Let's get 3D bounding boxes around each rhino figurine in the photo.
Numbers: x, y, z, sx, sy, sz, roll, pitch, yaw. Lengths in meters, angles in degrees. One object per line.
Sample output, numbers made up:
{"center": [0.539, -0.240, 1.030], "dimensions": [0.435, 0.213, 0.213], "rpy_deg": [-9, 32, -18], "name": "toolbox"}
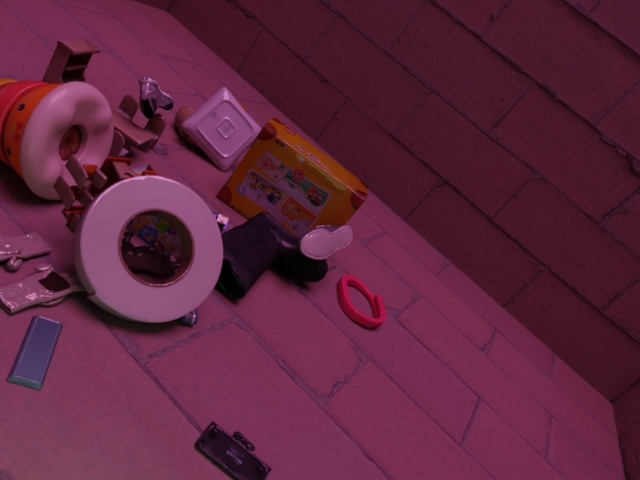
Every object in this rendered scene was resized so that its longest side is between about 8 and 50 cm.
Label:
{"center": [-0.493, 0.050, 1.575], "dimensions": [0.243, 0.073, 0.106], "rpy_deg": [17, 45, -43], "name": "rhino figurine"}

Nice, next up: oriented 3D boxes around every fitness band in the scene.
{"center": [0.164, 0.248, 2.198], "dimensions": [0.209, 0.054, 0.290], "rpy_deg": [27, 24, -18], "name": "fitness band"}

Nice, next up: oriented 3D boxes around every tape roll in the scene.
{"center": [-0.442, 0.023, 1.412], "dimensions": [0.392, 0.072, 0.391], "rpy_deg": [9, 76, -39], "name": "tape roll"}

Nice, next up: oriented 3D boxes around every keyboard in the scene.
{"center": [-0.197, 0.495, 1.246], "dimensions": [0.180, 0.023, 0.108], "rpy_deg": [39, 29, 1], "name": "keyboard"}

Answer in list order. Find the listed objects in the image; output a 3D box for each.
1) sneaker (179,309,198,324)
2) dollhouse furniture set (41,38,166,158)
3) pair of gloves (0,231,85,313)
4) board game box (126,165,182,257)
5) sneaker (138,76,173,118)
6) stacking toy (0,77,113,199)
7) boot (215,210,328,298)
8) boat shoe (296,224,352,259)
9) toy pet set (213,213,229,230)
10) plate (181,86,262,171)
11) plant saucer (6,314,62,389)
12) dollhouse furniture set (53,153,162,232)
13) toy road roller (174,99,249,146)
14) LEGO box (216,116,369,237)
{"center": [-0.394, 0.179, 1.510], "dimensions": [0.058, 0.052, 0.135], "rpy_deg": [2, 41, -47], "name": "sneaker"}
{"center": [-0.782, -0.503, 1.953], "dimensions": [0.394, 0.256, 0.362], "rpy_deg": [35, 23, -6], "name": "dollhouse furniture set"}
{"center": [-0.707, 0.062, 1.284], "dimensions": [0.240, 0.042, 0.204], "rpy_deg": [45, 24, 17], "name": "pair of gloves"}
{"center": [-0.519, -0.090, 1.711], "dimensions": [0.275, 0.142, 0.144], "rpy_deg": [38, 23, 1], "name": "board game box"}
{"center": [-0.632, -0.511, 2.034], "dimensions": [0.086, 0.132, 0.228], "rpy_deg": [2, -11, 10], "name": "sneaker"}
{"center": [-0.894, -0.349, 1.563], "dimensions": [0.480, 0.350, 0.350], "rpy_deg": [21, 21, 9], "name": "stacking toy"}
{"center": [-0.187, 0.082, 1.867], "dimensions": [0.367, 0.146, 0.445], "rpy_deg": [36, 22, 4], "name": "boot"}
{"center": [0.000, 0.000, 2.021], "dimensions": [0.099, 0.116, 0.320], "rpy_deg": [7, 14, 35], "name": "boat shoe"}
{"center": [-0.386, -0.041, 1.949], "dimensions": [0.122, 0.065, 0.114], "rpy_deg": [27, 60, -18], "name": "toy pet set"}
{"center": [-0.426, -0.497, 2.391], "dimensions": [0.278, 0.277, 0.045], "rpy_deg": [48, -16, -21], "name": "plate"}
{"center": [-0.604, 0.232, 1.148], "dimensions": [0.067, 0.018, 0.192], "rpy_deg": [27, 25, -26], "name": "plant saucer"}
{"center": [-0.614, -0.132, 1.501], "dimensions": [0.135, 0.259, 0.262], "rpy_deg": [50, 25, 21], "name": "dollhouse furniture set"}
{"center": [-0.482, -0.552, 2.498], "dimensions": [0.330, 0.240, 0.202], "rpy_deg": [14, 33, -44], "name": "toy road roller"}
{"center": [-0.108, -0.202, 2.225], "dimensions": [0.500, 0.372, 0.193], "rpy_deg": [36, 23, -6], "name": "LEGO box"}
